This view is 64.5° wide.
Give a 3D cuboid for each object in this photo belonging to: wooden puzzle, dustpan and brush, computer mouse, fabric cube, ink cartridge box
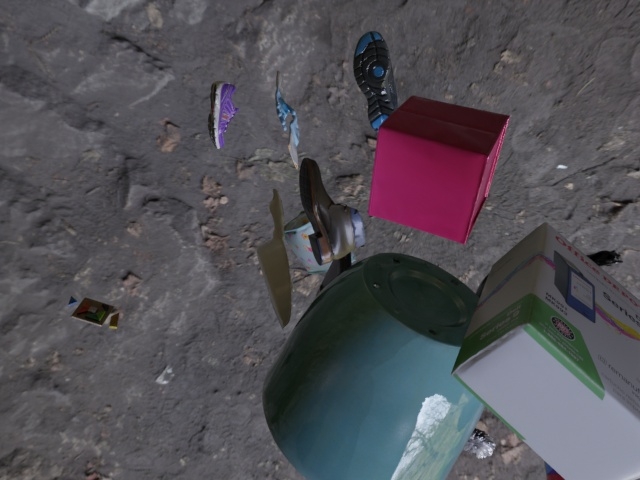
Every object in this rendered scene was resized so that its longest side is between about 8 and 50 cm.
[{"bbox_3d":[-0.492,0.153,1.101,0.117,0.078,0.014,15,119,-12],"label":"wooden puzzle"},{"bbox_3d":[-0.072,0.021,0.837,0.060,0.147,0.211,-17,109,-10],"label":"dustpan and brush"},{"bbox_3d":[0.343,0.055,0.856,0.262,0.184,0.060,-17,87,-15],"label":"computer mouse"},{"bbox_3d":[0.296,-0.188,1.280,0.258,0.259,0.254,18,129,20],"label":"fabric cube"},{"bbox_3d":[0.231,0.095,0.482,0.154,0.212,0.093,42,124,5],"label":"ink cartridge box"}]

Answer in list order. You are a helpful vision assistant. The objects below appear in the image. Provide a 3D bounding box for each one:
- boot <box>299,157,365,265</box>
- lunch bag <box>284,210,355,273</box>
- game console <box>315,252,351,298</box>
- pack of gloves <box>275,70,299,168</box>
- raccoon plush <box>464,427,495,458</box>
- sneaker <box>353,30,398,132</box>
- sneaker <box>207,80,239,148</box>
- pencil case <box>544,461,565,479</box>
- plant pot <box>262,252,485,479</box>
[{"bbox_3d":[0.024,-0.066,1.014,0.106,0.082,0.219,-15,111,-16],"label":"boot"},{"bbox_3d":[0.000,0.000,1.860,0.160,0.262,0.223,-42,105,-24],"label":"lunch bag"},{"bbox_3d":[0.031,0.259,1.320,0.060,0.342,0.386,3,59,-7],"label":"game console"},{"bbox_3d":[-0.078,-0.352,1.452,0.046,0.232,0.195,-13,132,10],"label":"pack of gloves"},{"bbox_3d":[0.347,0.524,1.703,0.447,0.299,0.216,37,117,-6],"label":"raccoon plush"},{"bbox_3d":[0.192,-0.542,1.728,0.125,0.139,0.340,-2,125,17],"label":"sneaker"},{"bbox_3d":[-0.244,-0.315,1.287,0.071,0.068,0.169,-1,117,-26],"label":"sneaker"},{"bbox_3d":[0.350,0.269,0.682,0.105,0.104,0.236,-1,66,12],"label":"pencil case"},{"bbox_3d":[0.096,0.161,0.687,0.293,0.293,0.235,28,119,8],"label":"plant pot"}]
